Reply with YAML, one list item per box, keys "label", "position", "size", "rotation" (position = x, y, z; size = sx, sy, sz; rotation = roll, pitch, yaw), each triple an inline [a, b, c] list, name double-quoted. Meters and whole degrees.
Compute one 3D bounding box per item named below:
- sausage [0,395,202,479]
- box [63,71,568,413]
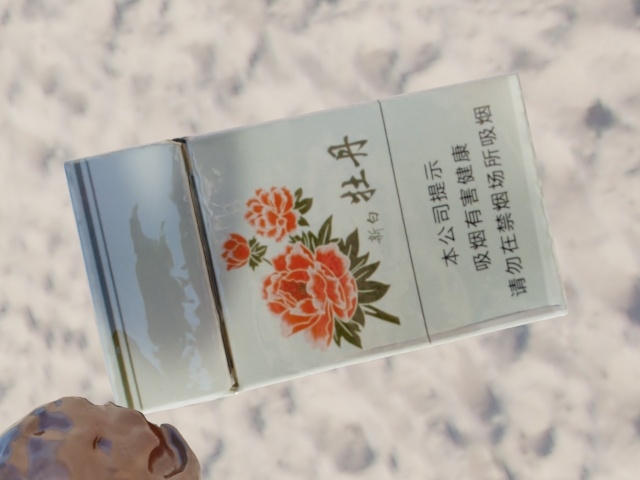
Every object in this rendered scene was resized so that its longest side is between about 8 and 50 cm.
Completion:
- label: "sausage"
  position: [-0.145, 0.177, 0.664]
  size: [0.419, 0.094, 0.094]
  rotation: [-49, 55, 47]
- label: "box"
  position: [0.000, 0.001, 0.790]
  size: [0.029, 0.198, 0.109]
  rotation: [170, 87, -77]
